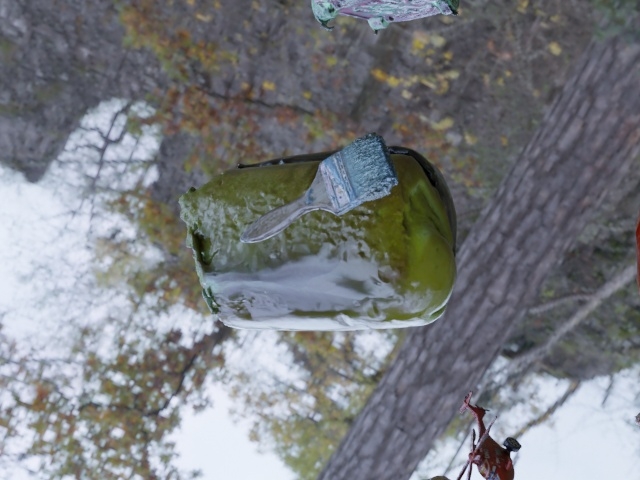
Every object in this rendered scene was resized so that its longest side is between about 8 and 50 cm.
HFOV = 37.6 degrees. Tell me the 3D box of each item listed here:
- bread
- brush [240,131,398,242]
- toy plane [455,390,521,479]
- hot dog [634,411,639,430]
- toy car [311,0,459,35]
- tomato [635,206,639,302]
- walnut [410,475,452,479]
[{"bbox_3d":[0.000,0.000,1.279,0.376,0.251,0.208,-2,-179,24],"label":"bread"},{"bbox_3d":[-0.008,-0.041,0.973,0.021,0.196,0.070,16,-129,-54],"label":"brush"},{"bbox_3d":[0.244,0.312,1.405,0.077,0.126,0.194,21,-176,-10],"label":"toy plane"},{"bbox_3d":[0.489,0.253,1.307,0.122,0.037,0.049,-10,112,58],"label":"hot dog"},{"bbox_3d":[0.047,-0.179,0.661,0.069,0.055,0.142,-8,-178,30],"label":"toy car"},{"bbox_3d":[0.289,0.041,0.375,0.290,0.293,0.325,-29,-95,-49],"label":"tomato"},{"bbox_3d":[0.174,0.477,1.425,0.225,0.261,0.225,-3,-152,1],"label":"walnut"}]
